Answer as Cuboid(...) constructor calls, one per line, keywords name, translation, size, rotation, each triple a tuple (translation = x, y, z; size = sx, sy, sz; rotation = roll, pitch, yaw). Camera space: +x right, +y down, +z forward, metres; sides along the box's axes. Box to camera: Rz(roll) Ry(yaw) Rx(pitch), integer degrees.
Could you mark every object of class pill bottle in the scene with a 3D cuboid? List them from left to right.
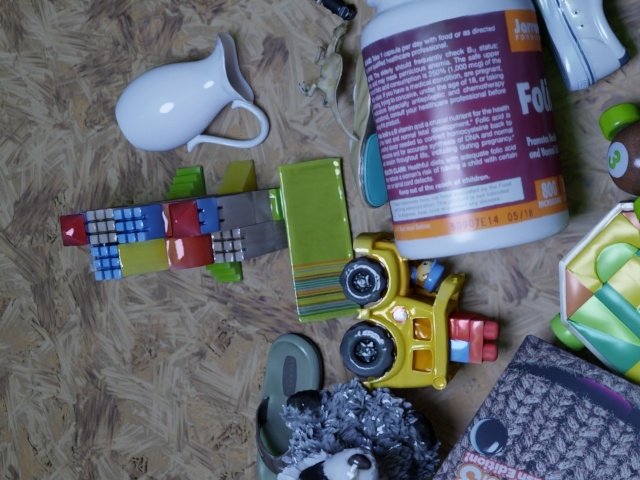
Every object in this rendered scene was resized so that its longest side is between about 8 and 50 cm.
Cuboid(name="pill bottle", translation=(0.175, -0.187, 1.159), size=(0.224, 0.224, 0.392), rotation=(-9, 94, 28))

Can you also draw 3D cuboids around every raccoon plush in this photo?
Cuboid(name="raccoon plush", translation=(0.036, 0.406, 1.201), size=(0.216, 0.299, 0.446), rotation=(4, 126, 15))

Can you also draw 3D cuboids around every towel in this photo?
Cuboid(name="towel", translation=(0.000, 0.000, 1.350), size=(0.021, 0.102, 0.237), rotation=(-179, 80, -67))

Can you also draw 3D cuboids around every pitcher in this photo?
Cuboid(name="pitcher", translation=(-0.197, -0.198, 1.415), size=(0.207, 0.125, 0.178), rotation=(-24, 101, 17))

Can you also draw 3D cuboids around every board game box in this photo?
Cuboid(name="board game box", translation=(0.285, 0.302, 1.116), size=(0.232, 0.291, 0.141), rotation=(25, 148, 26))

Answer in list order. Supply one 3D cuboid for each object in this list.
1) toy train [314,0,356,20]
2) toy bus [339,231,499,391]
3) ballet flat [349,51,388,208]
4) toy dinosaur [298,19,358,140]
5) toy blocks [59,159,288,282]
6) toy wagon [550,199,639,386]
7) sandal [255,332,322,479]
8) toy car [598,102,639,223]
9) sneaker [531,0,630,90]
Cuboid(name="toy train", translation=(-0.016, -0.366, 1.335), size=(0.158, 0.036, 0.027), rotation=(35, 111, 19))
Cuboid(name="toy bus", translation=(0.143, 0.099, 1.264), size=(0.211, 0.149, 0.220), rotation=(0, 95, 20))
Cuboid(name="ballet flat", translation=(0.077, -0.164, 1.309), size=(0.073, 0.080, 0.232), rotation=(18, 104, 53))
Cuboid(name="toy dinosaur", translation=(0.012, -0.223, 1.305), size=(0.092, 0.053, 0.183), rotation=(159, 112, -63))
Cuboid(name="toy blocks", translation=(-0.236, -0.010, 1.372), size=(0.381, 0.261, 0.191), rotation=(-5, 95, 28))
Cuboid(name="toy wagon", translation=(0.468, 0.105, 1.138), size=(0.344, 0.068, 0.267), rotation=(46, 115, 14))
Cuboid(name="sandal", translation=(-0.061, 0.297, 1.424), size=(0.120, 0.086, 0.303), rotation=(3, 98, 27))
Cuboid(name="toy car", translation=(0.393, -0.130, 1.044), size=(0.149, 0.188, 0.155), rotation=(-22, 62, 18))
Cuboid(name="sneaker", translation=(0.310, -0.320, 1.158), size=(0.091, 0.094, 0.258), rotation=(-23, 89, 7))
